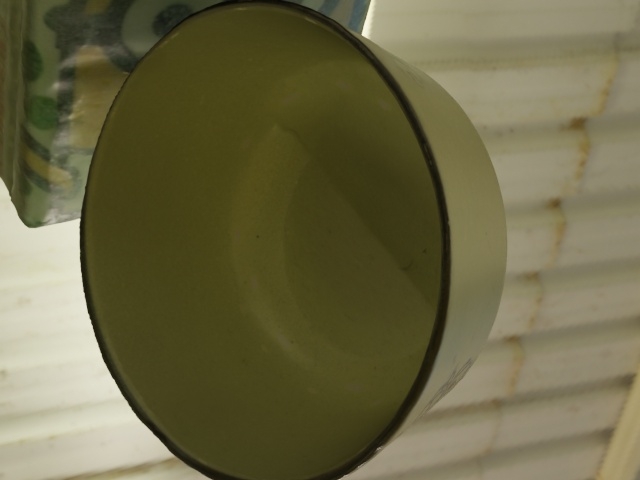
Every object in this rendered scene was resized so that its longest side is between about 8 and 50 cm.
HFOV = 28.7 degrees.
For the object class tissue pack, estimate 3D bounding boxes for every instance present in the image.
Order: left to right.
[{"bbox_3d":[-0.081,-0.164,0.727,0.228,0.128,0.311,-18,-33,-28],"label":"tissue pack"}]

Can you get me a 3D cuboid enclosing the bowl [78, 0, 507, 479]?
[{"bbox_3d":[0.000,0.000,0.640,0.126,0.238,0.238,-5,-47,-49],"label":"bowl"}]
